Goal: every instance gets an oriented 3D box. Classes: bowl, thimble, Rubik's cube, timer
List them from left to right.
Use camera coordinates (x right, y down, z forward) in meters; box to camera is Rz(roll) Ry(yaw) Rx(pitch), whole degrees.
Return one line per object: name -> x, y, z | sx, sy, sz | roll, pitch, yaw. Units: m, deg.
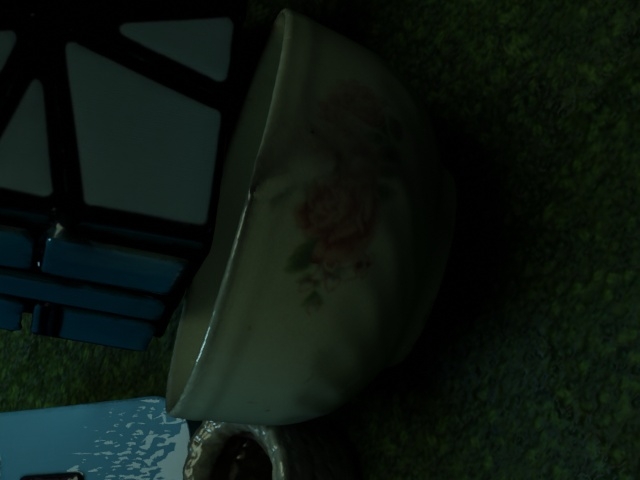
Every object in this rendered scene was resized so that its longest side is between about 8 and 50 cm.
Rubik's cube -> -0.212, -0.102, 1.111 | 0.283, 0.288, 0.293 | 126, 151, -67
timer -> -0.186, 0.250, 1.250 | 0.250, 0.091, 0.232 | -9, 72, 31
thimble -> -0.032, 0.173, 1.084 | 0.102, 0.090, 0.115 | -18, 65, 38
bowl -> 0.000, 0.000, 1.021 | 0.277, 0.145, 0.277 | -163, 90, -80
